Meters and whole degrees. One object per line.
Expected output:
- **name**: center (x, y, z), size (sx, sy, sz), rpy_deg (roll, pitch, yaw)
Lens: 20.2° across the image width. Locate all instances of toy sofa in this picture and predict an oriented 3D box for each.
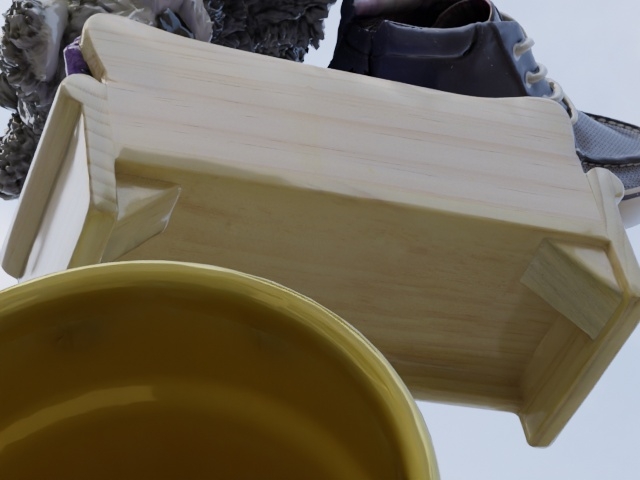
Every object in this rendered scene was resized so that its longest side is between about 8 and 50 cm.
- **toy sofa**: center (0.000, 0.000, 1.093), size (0.362, 0.177, 0.150), rpy_deg (8, -48, -21)

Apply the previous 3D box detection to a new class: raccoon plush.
- **raccoon plush**: center (-0.203, -0.189, 1.322), size (0.446, 0.299, 0.216), rpy_deg (24, -46, 39)

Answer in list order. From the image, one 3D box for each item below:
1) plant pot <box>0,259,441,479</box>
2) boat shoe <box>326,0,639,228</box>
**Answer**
- **plant pot**: center (-0.071, 0.178, 0.773), size (0.254, 0.254, 0.239), rpy_deg (12, -40, 16)
- **boat shoe**: center (0.143, -0.098, 1.323), size (0.127, 0.340, 0.158), rpy_deg (44, -52, 45)
